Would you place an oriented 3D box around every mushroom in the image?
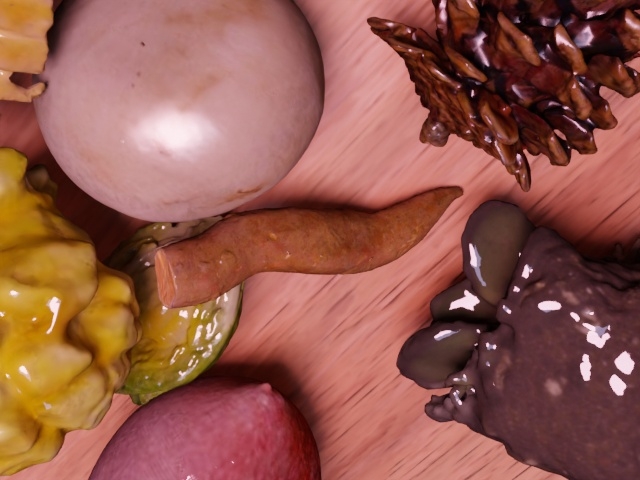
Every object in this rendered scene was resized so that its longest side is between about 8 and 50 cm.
[{"bbox_3d":[-0.099,-0.096,0.541,0.207,0.207,0.215,-1,149,-1],"label":"mushroom"}]

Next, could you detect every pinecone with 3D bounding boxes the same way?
[{"bbox_3d":[0.154,-0.154,0.512,0.185,0.168,0.212,42,83,-25],"label":"pinecone"}]

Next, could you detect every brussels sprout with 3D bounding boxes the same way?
[{"bbox_3d":[-0.130,0.058,0.633,0.181,0.139,0.100,-44,154,-4],"label":"brussels sprout"}]

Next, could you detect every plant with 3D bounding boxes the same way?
[{"bbox_3d":[0.221,0.091,0.597,0.276,0.188,0.199,28,116,28],"label":"plant"}]

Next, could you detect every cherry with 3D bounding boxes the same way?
[{"bbox_3d":[-0.109,0.231,0.675,0.239,0.206,0.240,-4,96,-37],"label":"cherry"}]

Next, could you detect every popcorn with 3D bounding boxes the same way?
[{"bbox_3d":[-0.272,0.056,0.512,0.270,0.224,0.258,41,73,17],"label":"popcorn"}]

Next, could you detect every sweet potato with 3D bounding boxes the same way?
[{"bbox_3d":[0.000,0.000,0.601,0.281,0.059,0.067,-10,103,-32],"label":"sweet potato"}]

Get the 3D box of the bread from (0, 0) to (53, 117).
[{"bbox_3d":[-0.263,-0.195,0.447,0.274,0.149,0.274,4,98,33],"label":"bread"}]
